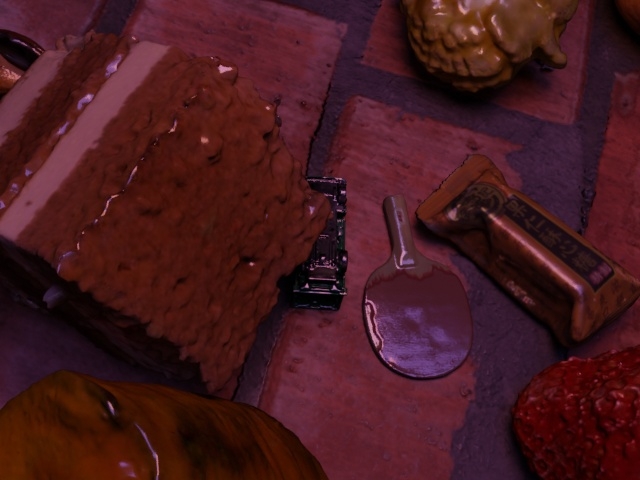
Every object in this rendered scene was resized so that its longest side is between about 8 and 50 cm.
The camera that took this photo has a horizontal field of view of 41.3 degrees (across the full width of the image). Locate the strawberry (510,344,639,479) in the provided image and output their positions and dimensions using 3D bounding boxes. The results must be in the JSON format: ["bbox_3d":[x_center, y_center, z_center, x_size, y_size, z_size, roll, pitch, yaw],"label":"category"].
[{"bbox_3d":[0.366,0.219,0.893,0.261,0.258,0.261,8,72,-27],"label":"strawberry"}]

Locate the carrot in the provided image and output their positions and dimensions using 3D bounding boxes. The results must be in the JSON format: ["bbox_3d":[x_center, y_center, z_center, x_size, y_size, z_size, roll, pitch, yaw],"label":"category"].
[{"bbox_3d":[-0.158,0.251,0.787,0.242,0.341,0.241,-7,70,21],"label":"carrot"}]

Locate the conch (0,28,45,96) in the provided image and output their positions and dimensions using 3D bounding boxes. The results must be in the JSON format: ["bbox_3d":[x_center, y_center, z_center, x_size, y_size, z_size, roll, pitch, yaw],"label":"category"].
[{"bbox_3d":[-0.394,-0.219,1.053,0.233,0.086,0.080,2,22,-22],"label":"conch"}]

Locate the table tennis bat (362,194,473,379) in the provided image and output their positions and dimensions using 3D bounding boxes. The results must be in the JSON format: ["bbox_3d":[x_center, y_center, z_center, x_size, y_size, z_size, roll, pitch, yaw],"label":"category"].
[{"bbox_3d":[0.109,0.053,1.026,0.131,0.022,0.234,-6,67,-10],"label":"table tennis bat"}]

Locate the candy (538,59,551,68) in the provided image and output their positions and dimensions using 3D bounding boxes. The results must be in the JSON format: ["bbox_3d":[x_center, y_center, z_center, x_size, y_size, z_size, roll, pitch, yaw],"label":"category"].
[{"bbox_3d":[0.312,-0.278,1.208,0.030,0.020,0.083,-7,68,-11],"label":"candy"}]

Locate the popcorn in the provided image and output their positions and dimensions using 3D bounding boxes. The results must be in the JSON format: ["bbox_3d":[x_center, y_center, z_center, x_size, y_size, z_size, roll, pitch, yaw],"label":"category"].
[{"bbox_3d":[0.214,-0.317,1.128,0.255,0.195,0.256,15,63,10],"label":"popcorn"}]

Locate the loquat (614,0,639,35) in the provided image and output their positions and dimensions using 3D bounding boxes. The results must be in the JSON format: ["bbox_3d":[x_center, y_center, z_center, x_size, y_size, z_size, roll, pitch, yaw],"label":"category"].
[{"bbox_3d":[0.528,-0.372,1.189,0.238,0.193,0.238,7,60,-11],"label":"loquat"}]

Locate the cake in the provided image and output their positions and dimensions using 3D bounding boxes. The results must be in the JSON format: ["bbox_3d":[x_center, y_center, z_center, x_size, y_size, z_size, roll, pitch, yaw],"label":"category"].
[{"bbox_3d":[-0.194,-0.030,0.855,0.290,0.255,0.282,10,59,37],"label":"cake"}]

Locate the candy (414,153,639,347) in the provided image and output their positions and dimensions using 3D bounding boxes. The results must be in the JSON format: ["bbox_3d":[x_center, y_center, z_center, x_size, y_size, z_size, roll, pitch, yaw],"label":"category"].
[{"bbox_3d":[0.244,0.009,1.024,0.143,0.101,0.271,-35,68,-27],"label":"candy"}]

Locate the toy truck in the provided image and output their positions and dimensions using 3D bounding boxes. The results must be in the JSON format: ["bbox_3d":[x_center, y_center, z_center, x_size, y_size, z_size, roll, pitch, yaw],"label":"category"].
[{"bbox_3d":[0.000,0.000,1.002,0.065,0.079,0.147,4,65,-5],"label":"toy truck"}]
